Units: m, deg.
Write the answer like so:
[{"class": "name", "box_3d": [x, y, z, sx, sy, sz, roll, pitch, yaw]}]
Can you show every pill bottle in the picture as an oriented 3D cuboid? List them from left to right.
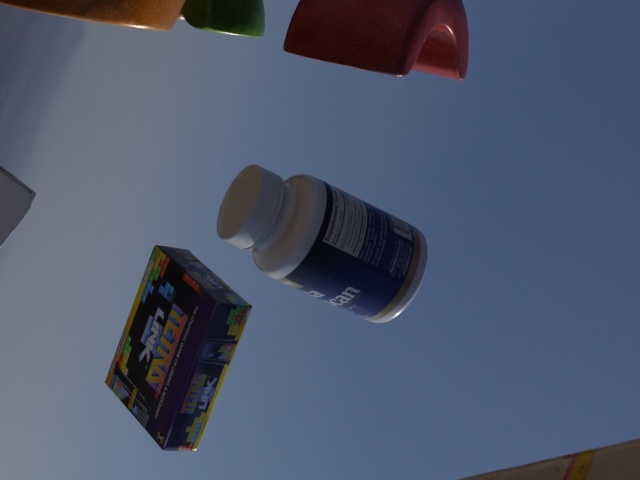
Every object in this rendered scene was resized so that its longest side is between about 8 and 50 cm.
[{"class": "pill bottle", "box_3d": [0.000, 0.000, 1.041, 0.094, 0.169, 0.094, -44, -148, 37]}]

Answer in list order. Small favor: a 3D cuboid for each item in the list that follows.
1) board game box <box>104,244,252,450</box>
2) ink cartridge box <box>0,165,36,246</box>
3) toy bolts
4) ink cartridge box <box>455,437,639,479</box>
[{"class": "board game box", "box_3d": [-0.152, 0.111, 1.262, 0.141, 0.048, 0.170, 36, -70, 48]}, {"class": "ink cartridge box", "box_3d": [-0.406, 0.033, 1.163, 0.283, 0.117, 0.207, -29, -153, 58]}, {"class": "toy bolts", "box_3d": [-0.031, -0.174, 0.573, 0.218, 0.229, 0.158, -17, 120, -67]}, {"class": "ink cartridge box", "box_3d": [0.182, 0.209, 0.617, 0.233, 0.171, 0.168, -35, -143, 60]}]
